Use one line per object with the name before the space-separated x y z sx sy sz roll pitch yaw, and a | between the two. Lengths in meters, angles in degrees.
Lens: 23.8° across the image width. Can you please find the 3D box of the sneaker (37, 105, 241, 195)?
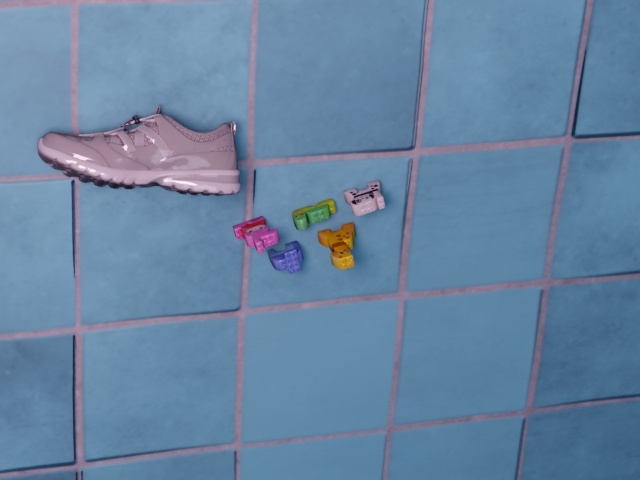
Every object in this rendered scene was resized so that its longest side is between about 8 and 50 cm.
sneaker | -0.245 -0.128 2.080 0.281 0.105 0.115 6 86 -19

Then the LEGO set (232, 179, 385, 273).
LEGO set | 0.000 0.000 2.214 0.227 0.093 0.087 -19 122 -8
